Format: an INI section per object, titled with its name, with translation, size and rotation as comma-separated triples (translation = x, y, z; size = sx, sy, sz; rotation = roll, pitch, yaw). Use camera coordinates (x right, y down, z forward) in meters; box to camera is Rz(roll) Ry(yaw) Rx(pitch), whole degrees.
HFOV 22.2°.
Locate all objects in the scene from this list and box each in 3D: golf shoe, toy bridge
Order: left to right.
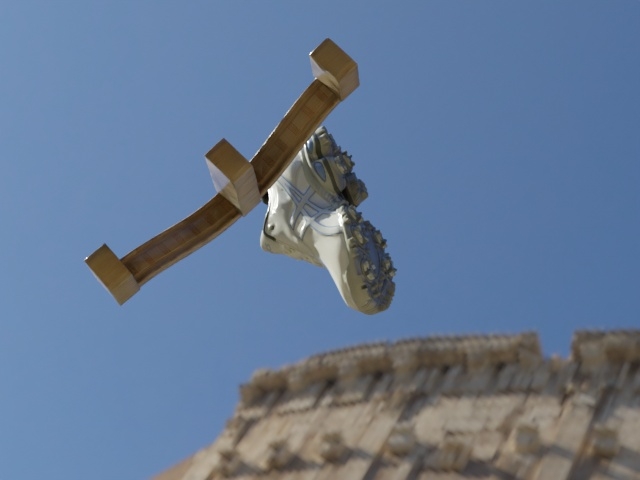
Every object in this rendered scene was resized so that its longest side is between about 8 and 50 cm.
[toy bridge]
translation = -0.048, -0.034, 0.895
size = 0.026, 0.188, 0.063
rotation = 44, -11, 15
[golf shoe]
translation = 0.000, 0.000, 1.204
size = 0.086, 0.176, 0.069
rotation = -31, -47, 12
